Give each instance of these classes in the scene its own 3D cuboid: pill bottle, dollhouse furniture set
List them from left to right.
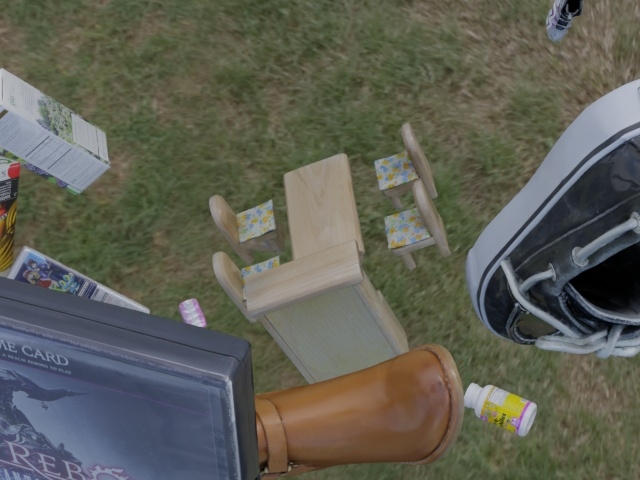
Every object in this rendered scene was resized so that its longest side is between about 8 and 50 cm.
[{"bbox_3d":[0.000,0.000,1.653,0.362,0.256,0.394,-19,48,12],"label":"dollhouse furniture set"},{"bbox_3d":[0.217,0.203,1.281,0.083,0.043,0.043,21,101,23],"label":"pill bottle"}]

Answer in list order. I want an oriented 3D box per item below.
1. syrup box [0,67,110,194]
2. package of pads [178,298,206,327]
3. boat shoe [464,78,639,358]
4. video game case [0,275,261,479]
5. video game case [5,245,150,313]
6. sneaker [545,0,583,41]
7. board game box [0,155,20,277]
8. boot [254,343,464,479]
[{"bbox_3d":[-0.481,-0.183,1.806,0.096,0.237,0.093,-36,47,23],"label":"syrup box"},{"bbox_3d":[-0.203,0.119,1.669,0.032,0.083,0.050,-21,88,-11],"label":"package of pads"},{"bbox_3d":[0.176,0.022,0.673,0.113,0.306,0.105,-1,64,-14],"label":"boat shoe"},{"bbox_3d":[-0.117,0.119,0.463,0.196,0.026,0.274,13,135,14],"label":"video game case"},{"bbox_3d":[-0.347,0.135,1.352,0.183,0.023,0.201,30,89,-22],"label":"video game case"},{"bbox_3d":[0.356,-0.327,1.531,0.038,0.069,0.098,8,122,-2],"label":"sneaker"},{"bbox_3d":[-0.480,0.018,1.244,0.053,0.305,0.193,18,111,21],"label":"board game box"},{"bbox_3d":[-0.016,0.166,0.985,0.283,0.220,0.109,-26,67,60],"label":"boot"}]
